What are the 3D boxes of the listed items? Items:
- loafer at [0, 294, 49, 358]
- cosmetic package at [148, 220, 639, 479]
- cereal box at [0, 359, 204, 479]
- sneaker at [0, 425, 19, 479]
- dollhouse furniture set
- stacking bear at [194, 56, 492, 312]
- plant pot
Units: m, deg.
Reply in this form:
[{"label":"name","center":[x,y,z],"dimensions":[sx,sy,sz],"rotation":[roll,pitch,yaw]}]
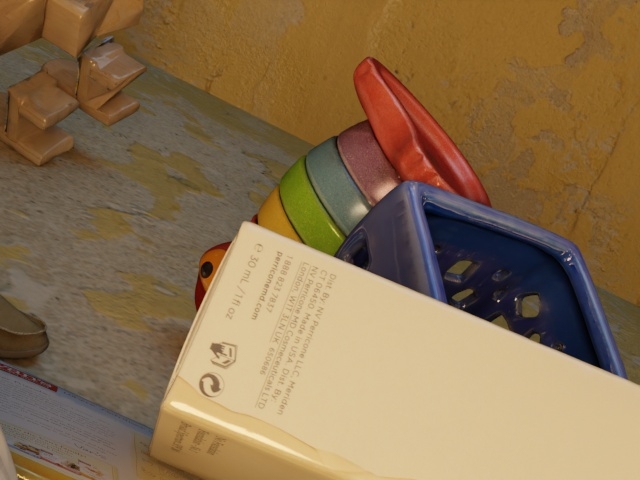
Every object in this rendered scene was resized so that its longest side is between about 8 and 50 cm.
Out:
[{"label":"loafer","center":[-0.278,0.046,0.813],"dimensions":[0.148,0.050,0.056],"rotation":[25,13,-16]},{"label":"cosmetic package","center":[0.068,0.118,0.592],"dimensions":[0.310,0.113,0.160],"rotation":[23,-23,-1]},{"label":"cereal box","center":[-0.143,0.138,0.620],"dimensions":[0.173,0.047,0.240],"rotation":[27,-4,-10]},{"label":"sneaker","center":[-0.136,0.100,0.362],"dimensions":[0.123,0.290,0.106],"rotation":[12,34,45]},{"label":"dollhouse furniture set","center":[-0.403,-0.292,1.239],"dimensions":[0.256,0.362,0.394],"rotation":[34,43,14]},{"label":"stacking bear","center":[0.000,0.000,0.978],"dimensions":[0.164,0.289,0.175],"rotation":[32,27,-48]},{"label":"plant pot","center":[0.100,0.119,0.862],"dimensions":[0.236,0.212,0.235],"rotation":[18,50,-38]}]
